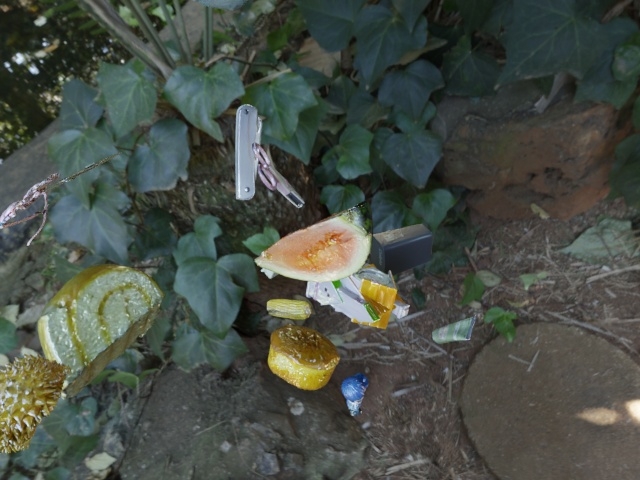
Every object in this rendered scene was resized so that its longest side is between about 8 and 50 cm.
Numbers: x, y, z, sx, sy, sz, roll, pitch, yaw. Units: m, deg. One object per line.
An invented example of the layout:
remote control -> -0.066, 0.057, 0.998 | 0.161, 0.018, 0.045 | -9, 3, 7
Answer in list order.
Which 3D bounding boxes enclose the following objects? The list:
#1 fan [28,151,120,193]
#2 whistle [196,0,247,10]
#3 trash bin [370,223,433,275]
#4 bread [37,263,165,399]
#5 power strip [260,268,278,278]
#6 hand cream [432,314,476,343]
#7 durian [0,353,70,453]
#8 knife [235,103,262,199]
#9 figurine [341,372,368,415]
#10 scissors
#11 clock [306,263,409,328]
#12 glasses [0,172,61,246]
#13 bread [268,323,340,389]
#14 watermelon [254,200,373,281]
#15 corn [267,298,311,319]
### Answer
fan -> -0.634, -0.157, 1.038 | 0.232, 0.012, 0.415 | -29, 20, 0
whistle -> -0.019, -0.346, 0.374 | 0.347, 0.189, 0.189 | -41, 45, 43
trash bin -> 0.324, 0.038, 1.634 | 0.225, 0.166, 0.115 | -15, 36, -14
bread -> -0.717, 0.254, 1.278 | 0.264, 0.239, 0.395 | 43, 40, -2
power strip -> -0.098, 0.046, 1.508 | 0.270, 0.118, 0.046 | -32, 75, -37
hand cream -> 0.462, 0.319, 1.434 | 0.055, 0.235, 0.087 | 27, 66, -4
durian -> -0.692, 0.364, 0.915 | 0.183, 0.138, 0.250 | 38, 109, 8
knife -> -0.207, -0.248, 1.169 | 0.073, 0.266, 0.040 | 0, 14, -20
figurine -> 0.106, 0.489, 1.303 | 0.087, 0.149, 0.086 | -4, 35, -9
scissors -> -0.068, -0.098, 0.714 | 0.022, 0.176, 0.086 | -24, 62, 13
clock -> 0.144, 0.176, 1.412 | 0.235, 0.166, 0.309 | -10, 31, -44
glasses -> -0.824, -0.093, 1.181 | 0.162, 0.095, 0.256 | -40, 27, 30
bread -> -0.059, 0.398, 1.430 | 0.268, 0.268, 0.146 | 23, 105, 25
watermelon -> 0.016, 0.022, 0.834 | 0.159, 0.303, 0.129 | -23, 90, -43
corn -> -0.125, 0.263, 1.581 | 0.202, 0.072, 0.072 | 1, 60, 34
